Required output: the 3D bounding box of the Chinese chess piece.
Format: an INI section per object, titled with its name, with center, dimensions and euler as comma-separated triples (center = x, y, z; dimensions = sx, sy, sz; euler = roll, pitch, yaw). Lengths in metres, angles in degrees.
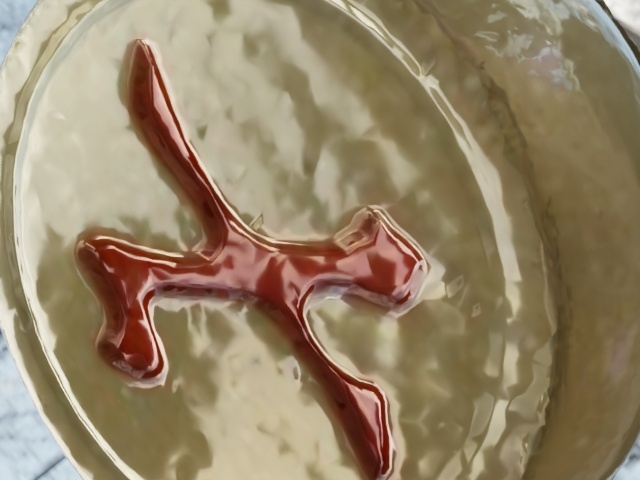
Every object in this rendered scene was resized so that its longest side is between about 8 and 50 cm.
[Chinese chess piece]
center = 0.000, 0.000, 0.770
dimensions = 0.140, 0.338, 0.338
euler = -24, -44, -54
